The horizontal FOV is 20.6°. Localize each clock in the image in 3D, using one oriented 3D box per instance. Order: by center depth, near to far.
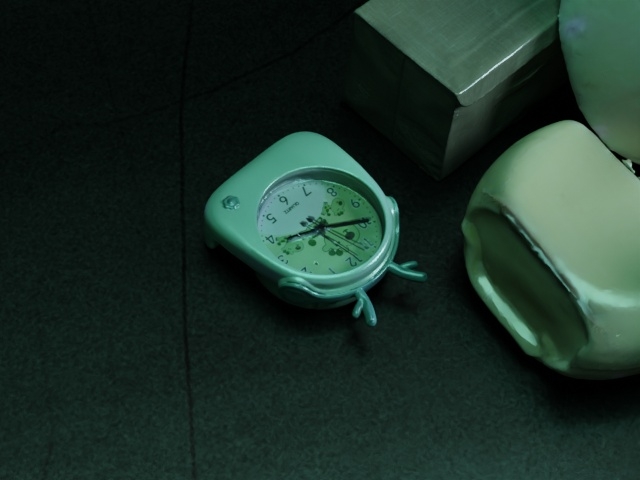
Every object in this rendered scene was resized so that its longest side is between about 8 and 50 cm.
[{"bbox_3d":[0.000,0.000,1.708,0.159,0.066,0.211,-37,67,-25],"label":"clock"}]

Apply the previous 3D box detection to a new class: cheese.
[{"bbox_3d":[0.271,0.007,1.694,0.233,0.127,0.266,-30,66,-25],"label":"cheese"}]

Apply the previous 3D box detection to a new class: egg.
[{"bbox_3d":[0.415,-0.231,1.732,0.337,0.201,0.337,-1,92,-28],"label":"egg"}]

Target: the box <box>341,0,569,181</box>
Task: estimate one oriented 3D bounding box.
[{"bbox_3d":[0.159,-0.203,1.807,0.155,0.149,0.231,41,62,20],"label":"box"}]
